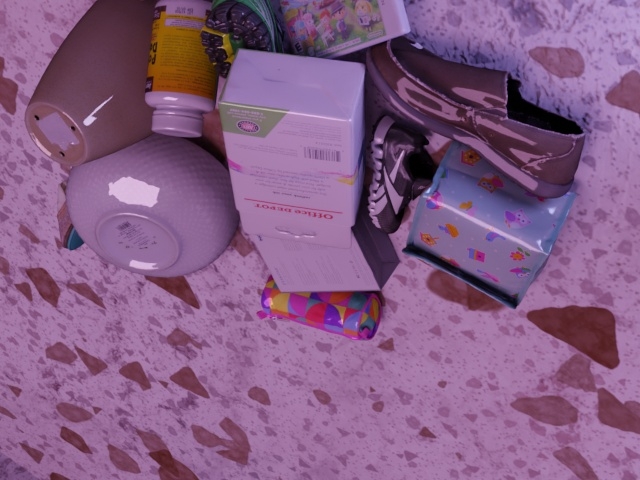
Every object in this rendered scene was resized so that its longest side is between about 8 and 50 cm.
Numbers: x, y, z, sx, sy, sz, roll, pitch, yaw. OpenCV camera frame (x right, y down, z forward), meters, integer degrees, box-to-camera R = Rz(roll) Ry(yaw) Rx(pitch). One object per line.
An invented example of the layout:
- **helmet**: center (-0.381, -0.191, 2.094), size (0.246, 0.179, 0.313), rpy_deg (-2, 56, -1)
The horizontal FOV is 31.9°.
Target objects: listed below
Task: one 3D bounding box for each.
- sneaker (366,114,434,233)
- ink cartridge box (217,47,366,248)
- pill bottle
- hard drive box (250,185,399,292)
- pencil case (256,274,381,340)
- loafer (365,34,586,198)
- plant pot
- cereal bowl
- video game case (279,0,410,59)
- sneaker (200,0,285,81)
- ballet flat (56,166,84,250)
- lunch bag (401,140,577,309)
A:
- **sneaker**: center (0.137, -0.094, 1.867), size (0.106, 0.078, 0.234), rpy_deg (20, 134, 23)
- **ink cartridge box**: center (-0.035, -0.137, 1.799), size (0.207, 0.119, 0.353), rpy_deg (9, 147, 7)
- **pill bottle**: center (-0.224, -0.281, 1.840), size (0.117, 0.117, 0.214), rpy_deg (4, 87, 33)
- **hard drive box**: center (0.000, 0.000, 2.044), size (0.232, 0.089, 0.181), rpy_deg (-3, 125, 36)
- **pencil case**: center (-0.002, 0.128, 2.157), size (0.236, 0.104, 0.104), rpy_deg (10, 132, 28)
- **loafer**: center (0.240, -0.213, 1.665), size (0.366, 0.134, 0.130), rpy_deg (32, 127, 2)
- **plant pot**: center (-0.373, -0.257, 1.928), size (0.257, 0.274, 0.256), rpy_deg (19, 136, 20)
- **cereal bowl**: center (-0.327, -0.043, 2.126), size (0.339, 0.141, 0.339), rpy_deg (7, 138, 7)
- **video game case**: center (0.022, -0.375, 1.671), size (0.212, 0.023, 0.193), rpy_deg (-12, 95, 42)
- **sneaker**: center (-0.098, -0.291, 1.827), size (0.134, 0.146, 0.343), rpy_deg (5, 147, 9)
- **ballet flat**: center (-0.480, -0.103, 2.295), size (0.106, 0.108, 0.316), rpy_deg (50, 134, 10)
- **lunch bag**: center (0.258, -0.006, 1.809), size (0.223, 0.160, 0.262), rpy_deg (27, 150, 7)
